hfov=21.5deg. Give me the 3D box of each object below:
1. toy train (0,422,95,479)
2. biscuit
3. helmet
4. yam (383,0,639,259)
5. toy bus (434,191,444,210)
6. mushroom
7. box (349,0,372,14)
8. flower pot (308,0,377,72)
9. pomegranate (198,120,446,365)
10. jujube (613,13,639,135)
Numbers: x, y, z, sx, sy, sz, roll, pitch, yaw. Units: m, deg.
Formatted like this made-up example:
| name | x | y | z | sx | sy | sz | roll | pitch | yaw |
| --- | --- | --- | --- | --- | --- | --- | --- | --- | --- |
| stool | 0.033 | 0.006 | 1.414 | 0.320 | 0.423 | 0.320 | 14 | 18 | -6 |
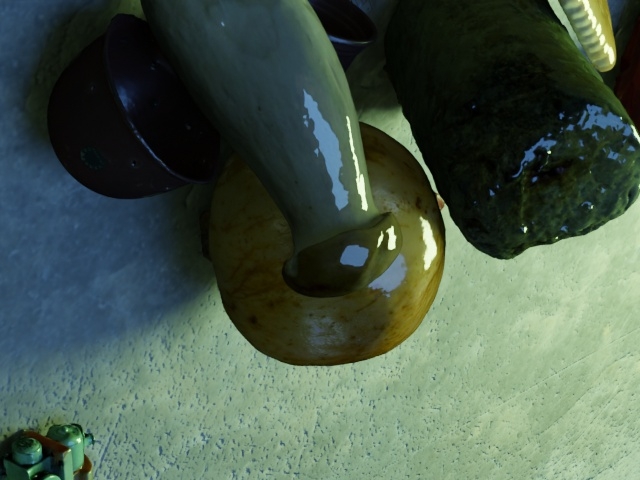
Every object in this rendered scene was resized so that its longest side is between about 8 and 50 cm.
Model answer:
| name | x | y | z | sx | sy | sz | roll | pitch | yaw |
| --- | --- | --- | --- | --- | --- | --- | --- | --- | --- |
| toy train | -0.245 | 0.246 | 1.549 | 0.118 | 0.074 | 0.176 | -30 | 130 | -47 |
| biscuit | 0.251 | -0.303 | 1.665 | 0.160 | 0.030 | 0.250 | 47 | 34 | -53 |
| helmet | -0.162 | -0.099 | 1.381 | 0.155 | 0.106 | 0.175 | 59 | 25 | -15 |
| yam | 0.175 | -0.123 | 1.599 | 0.195 | 0.300 | 0.195 | -8 | 130 | -10 |
| toy bus | 0.085 | -0.009 | 1.779 | 0.110 | 0.043 | 0.031 | -53 | 143 | -10 |
| mushroom | -0.042 | -0.118 | 1.372 | 0.128 | 0.128 | 0.350 | -27 | 92 | -37 |
| box | 0.014 | -0.210 | 1.591 | 0.083 | 0.012 | 0.046 | -44 | 139 | -19 |
| flower pot | -0.016 | -0.172 | 1.520 | 0.111 | 0.111 | 0.089 | -6 | 133 | -47 |
| pomegranate | 0.000 | 0.000 | 1.547 | 0.248 | 0.248 | 0.248 | -28 | 132 | -36 |
| jujube | 0.438 | -0.202 | 1.960 | 0.174 | 0.174 | 0.250 | 5 | 113 | -50 |
